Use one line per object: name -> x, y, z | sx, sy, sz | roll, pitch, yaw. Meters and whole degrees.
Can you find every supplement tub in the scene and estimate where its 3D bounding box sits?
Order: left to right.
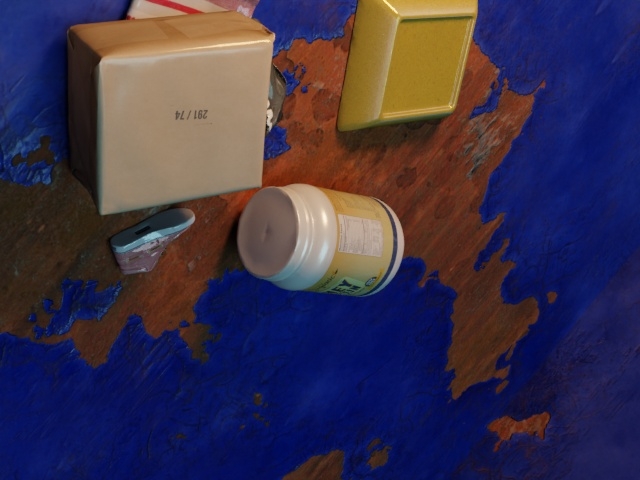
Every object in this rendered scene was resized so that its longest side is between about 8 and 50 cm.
supplement tub -> 0.000, 0.000, 2.216 | 0.316, 0.228, 0.228 | 8, 111, -44

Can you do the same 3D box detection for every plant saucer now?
plant saucer -> 0.210, -0.393, 2.251 | 0.333, 0.081, 0.332 | -13, 125, -37

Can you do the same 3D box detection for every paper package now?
paper package -> -0.264, -0.228, 1.819 | 0.325, 0.168, 0.309 | -12, 125, -28

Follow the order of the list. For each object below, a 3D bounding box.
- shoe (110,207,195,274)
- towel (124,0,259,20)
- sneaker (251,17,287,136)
shoe -> -0.328, 0.002, 2.052 | 0.178, 0.063, 0.081 | -25, 133, -20
towel -> -0.260, -0.345, 1.880 | 0.237, 0.037, 0.329 | 11, 111, -40
sneaker -> -0.116, -0.321, 2.015 | 0.106, 0.078, 0.234 | -36, 126, -54
